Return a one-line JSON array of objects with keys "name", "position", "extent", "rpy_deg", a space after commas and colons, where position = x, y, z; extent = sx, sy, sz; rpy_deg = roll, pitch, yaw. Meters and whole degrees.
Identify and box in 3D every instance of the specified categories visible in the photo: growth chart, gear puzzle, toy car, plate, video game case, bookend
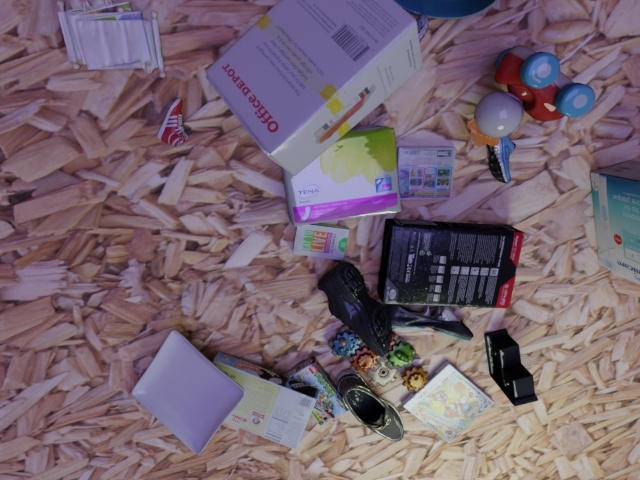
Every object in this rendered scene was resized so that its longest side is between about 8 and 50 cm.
[{"name": "growth chart", "position": [-0.493, -0.483, 0.993], "extent": [0.238, 0.021, 0.171], "rpy_deg": [2, 106, -5]}, {"name": "gear puzzle", "position": [0.193, 0.362, 1.268], "extent": [0.339, 0.044, 0.175], "rpy_deg": [40, 95, -13]}, {"name": "toy car", "position": [0.473, -0.319, 1.024], "extent": [0.210, 0.219, 0.238], "rpy_deg": [32, 115, -13]}, {"name": "plate", "position": [-0.380, 0.434, 1.215], "extent": [0.278, 0.045, 0.277], "rpy_deg": [38, 106, 8]}, {"name": "video game case", "position": [0.283, -0.181, 1.139], "extent": [0.157, 0.019, 0.143], "rpy_deg": [-1, 107, -5]}, {"name": "video game case", "position": [0.410, 0.522, 1.350], "extent": [0.227, 0.026, 0.206], "rpy_deg": [41, 100, -14]}, {"name": "bookend", "position": [0.565, 0.375, 1.250], "extent": [0.072, 0.157, 0.156], "rpy_deg": [-14, 107, 0]}]

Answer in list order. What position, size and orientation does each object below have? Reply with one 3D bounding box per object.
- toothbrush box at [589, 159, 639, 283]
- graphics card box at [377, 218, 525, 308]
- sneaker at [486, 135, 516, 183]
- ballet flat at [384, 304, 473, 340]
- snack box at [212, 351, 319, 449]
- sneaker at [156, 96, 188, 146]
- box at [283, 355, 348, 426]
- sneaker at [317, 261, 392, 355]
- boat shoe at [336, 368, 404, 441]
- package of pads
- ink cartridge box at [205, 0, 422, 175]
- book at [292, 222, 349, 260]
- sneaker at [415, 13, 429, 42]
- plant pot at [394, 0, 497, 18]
[{"name": "toothbrush box", "position": [0.858, -0.046, 1.118], "extent": [0.126, 0.216, 0.295], "rpy_deg": [-18, 108, 2]}, {"name": "graphics card box", "position": [0.356, 0.066, 1.178], "extent": [0.371, 0.094, 0.232], "rpy_deg": [2, 107, -6]}, {"name": "sneaker", "position": [0.492, -0.231, 1.117], "extent": [0.073, 0.063, 0.162], "rpy_deg": [-17, 107, -2]}, {"name": "ballet flat", "position": [0.322, 0.224, 1.225], "extent": [0.281, 0.095, 0.096], "rpy_deg": [11, 93, -7]}, {"name": "snack box", "position": [-0.187, 0.476, 1.249], "extent": [0.322, 0.060, 0.187], "rpy_deg": [21, 104, 1]}, {"name": "sneaker", "position": [-0.354, -0.291, 1.047], "extent": [0.067, 0.042, 0.118], "rpy_deg": [31, 109, -8]}, {"name": "box", "position": [-0.010, 0.468, 1.298], "extent": [0.114, 0.036, 0.207], "rpy_deg": [-33, 106, 5]}, {"name": "sneaker", "position": [0.098, 0.199, 1.184], "extent": [0.130, 0.109, 0.286], "rpy_deg": [-30, 90, 39]}, {"name": "boat shoe", "position": [0.161, 0.531, 1.300], "extent": [0.109, 0.091, 0.305], "rpy_deg": [-39, 105, 6]}, {"name": "package of pads", "position": [0.050, -0.171, 1.081], "extent": [0.297, 0.101, 0.229], "rpy_deg": [-9, 107, -2]}, {"name": "ink cartridge box", "position": [-0.017, -0.378, 0.927], "extent": [0.385, 0.160, 0.279], "rpy_deg": [-39, 71, 7]}, {"name": "book", "position": [0.000, 0.000, 1.167], "extent": [0.144, 0.035, 0.096], "rpy_deg": [7, 110, -8]}, {"name": "sneaker", "position": [0.163, -0.467, 1.010], "extent": [0.225, 0.088, 0.092], "rpy_deg": [-38, 104, 7]}, {"name": "plant pot", "position": [0.280, -0.665, 0.881], "extent": [0.272, 0.272, 0.255], "rpy_deg": [15, 91, -8]}]
